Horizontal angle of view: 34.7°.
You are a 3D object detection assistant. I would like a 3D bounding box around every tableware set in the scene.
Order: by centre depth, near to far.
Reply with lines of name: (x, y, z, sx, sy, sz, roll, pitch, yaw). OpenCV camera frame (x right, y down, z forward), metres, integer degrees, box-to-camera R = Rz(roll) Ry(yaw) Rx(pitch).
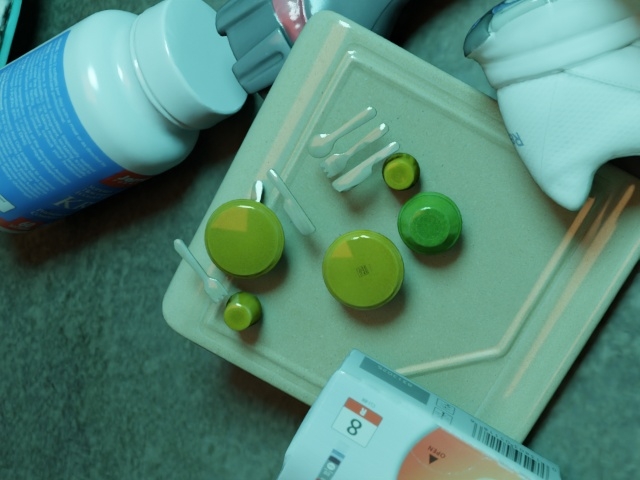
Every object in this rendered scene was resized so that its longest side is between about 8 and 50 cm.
tableware set: (0.000, 0.000, 0.602, 0.154, 0.024, 0.104, -35, 94, 12)

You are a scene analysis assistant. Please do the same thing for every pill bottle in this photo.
pill bottle: (-0.168, -0.094, 0.758, 0.222, 0.124, 0.124, -20, 75, 30)

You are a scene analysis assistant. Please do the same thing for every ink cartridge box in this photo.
ink cartridge box: (0.036, 0.175, 0.616, 0.145, 0.045, 0.179, 30, 106, 5)

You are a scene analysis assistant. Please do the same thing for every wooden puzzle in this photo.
wooden puzzle: (0.049, 0.010, 0.628, 0.239, 0.044, 0.221, 30, 102, 5)

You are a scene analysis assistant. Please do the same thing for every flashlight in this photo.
flashlight: (0.078, -0.184, 0.630, 0.304, 0.103, 0.103, -28, 98, 26)

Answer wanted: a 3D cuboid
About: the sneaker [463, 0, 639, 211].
sneaker: (0.231, -0.107, 0.530, 0.297, 0.111, 0.129, -16, 103, 19)

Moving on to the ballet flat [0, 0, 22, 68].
ballet flat: (-0.292, -0.306, 0.845, 0.147, 0.147, 0.408, 15, 91, 32)
